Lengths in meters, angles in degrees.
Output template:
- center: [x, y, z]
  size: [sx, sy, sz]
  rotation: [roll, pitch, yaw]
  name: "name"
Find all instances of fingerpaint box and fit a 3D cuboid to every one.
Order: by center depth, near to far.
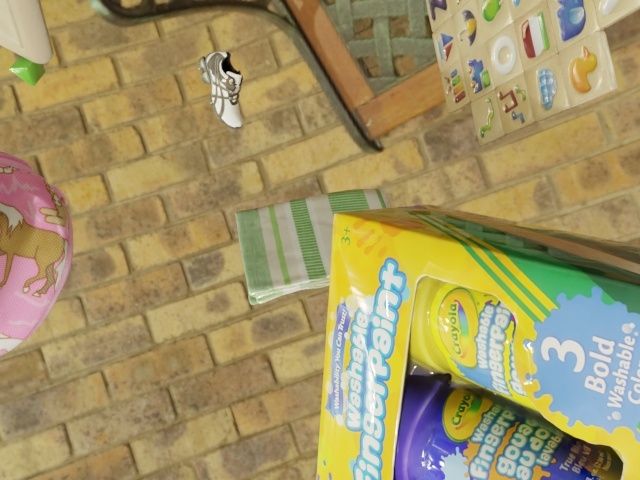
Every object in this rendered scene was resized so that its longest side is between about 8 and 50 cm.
- center: [0.172, 0.213, 0.562]
  size: [0.163, 0.444, 0.371]
  rotation: [-7, -164, -40]
  name: "fingerpaint box"

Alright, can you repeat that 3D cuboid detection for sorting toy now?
- center: [-0.430, -0.326, 0.727]
  size: [0.196, 0.047, 0.347]
  rotation: [23, 152, -2]
  name: "sorting toy"

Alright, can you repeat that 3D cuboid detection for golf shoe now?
- center: [-0.230, -0.374, 1.483]
  size: [0.094, 0.198, 0.077]
  rotation: [-13, -159, 29]
  name: "golf shoe"

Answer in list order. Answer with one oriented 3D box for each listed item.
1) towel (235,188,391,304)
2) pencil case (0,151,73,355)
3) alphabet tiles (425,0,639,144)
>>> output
- center: [0.000, 0.000, 1.210]
  size: [0.325, 0.247, 0.038]
  rotation: [-12, 139, -4]
  name: "towel"
- center: [-0.341, -0.012, 0.336]
  size: [0.167, 0.160, 0.386]
  rotation: [-32, 156, 20]
  name: "pencil case"
- center: [0.210, -0.269, 0.653]
  size: [0.011, 0.285, 0.342]
  rotation: [-11, 179, -17]
  name: "alphabet tiles"
